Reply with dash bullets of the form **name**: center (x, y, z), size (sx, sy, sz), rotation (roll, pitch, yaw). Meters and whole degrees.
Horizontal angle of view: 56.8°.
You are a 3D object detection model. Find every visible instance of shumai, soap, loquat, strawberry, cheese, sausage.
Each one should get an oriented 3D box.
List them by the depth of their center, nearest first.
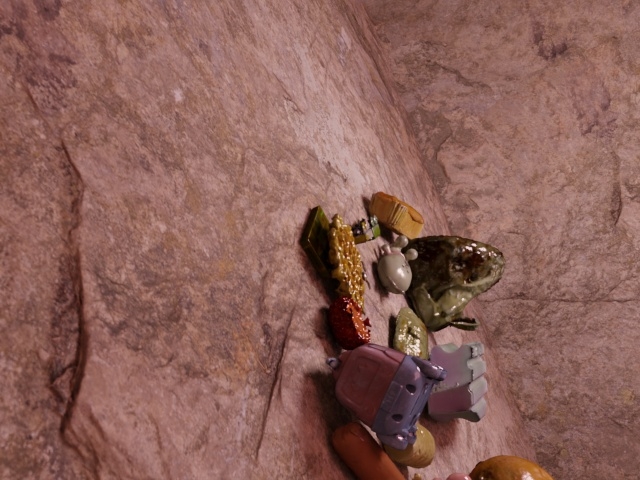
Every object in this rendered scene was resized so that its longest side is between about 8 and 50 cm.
- **sausage**: center (0.118, 0.508, 1.324), size (0.289, 0.086, 0.086), rotation (56, 24, -30)
- **strawberry**: center (0.069, 0.210, 1.491), size (0.145, 0.086, 0.145), rotation (52, 27, -40)
- **cheese**: center (0.236, 0.535, 1.569), size (0.167, 0.094, 0.123), rotation (42, 35, -48)
- **loquat**: center (0.607, 0.845, 1.857), size (0.328, 0.328, 0.328), rotation (50, 28, -39)
- **soap**: center (0.473, 0.483, 2.024), size (0.446, 0.156, 0.261), rotation (20, 67, -69)
- **shumai**: center (0.467, 0.176, 2.217), size (0.395, 0.395, 0.348), rotation (39, 62, -52)

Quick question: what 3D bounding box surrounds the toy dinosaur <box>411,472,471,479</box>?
- **toy dinosaur**: center (0.286, 0.648, 1.467), size (0.194, 0.177, 0.152), rotation (26, 45, -58)

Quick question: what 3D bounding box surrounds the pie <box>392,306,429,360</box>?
- **pie**: center (0.304, 0.337, 1.930), size (0.201, 0.090, 0.248), rotation (60, 26, -27)

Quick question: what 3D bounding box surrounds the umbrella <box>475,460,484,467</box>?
- **umbrella**: center (0.629, 0.931, 2.133), size (0.326, 0.094, 0.090), rotation (62, -5, -17)

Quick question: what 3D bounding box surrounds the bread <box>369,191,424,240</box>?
- **bread**: center (0.287, -0.091, 2.227), size (0.288, 0.152, 0.119), rotation (26, 90, -60)

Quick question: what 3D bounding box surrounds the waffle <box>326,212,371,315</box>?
- **waffle**: center (0.071, 0.069, 1.614), size (0.262, 0.060, 0.281), rotation (16, 64, -70)

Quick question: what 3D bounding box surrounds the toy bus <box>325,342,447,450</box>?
- **toy bus**: center (0.143, 0.334, 1.370), size (0.197, 0.231, 0.294), rotation (-64, 159, -3)

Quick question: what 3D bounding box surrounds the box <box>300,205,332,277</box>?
- **box**: center (0.000, 0.000, 1.609), size (0.121, 0.030, 0.193), rotation (58, 22, -23)

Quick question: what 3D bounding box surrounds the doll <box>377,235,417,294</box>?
- **doll**: center (0.256, 0.101, 2.028), size (0.155, 0.113, 0.275), rotation (51, 33, -18)

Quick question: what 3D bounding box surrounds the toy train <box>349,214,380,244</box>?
- **toy train**: center (0.148, -0.031, 1.951), size (0.202, 0.060, 0.081), rotation (-30, 104, -67)
